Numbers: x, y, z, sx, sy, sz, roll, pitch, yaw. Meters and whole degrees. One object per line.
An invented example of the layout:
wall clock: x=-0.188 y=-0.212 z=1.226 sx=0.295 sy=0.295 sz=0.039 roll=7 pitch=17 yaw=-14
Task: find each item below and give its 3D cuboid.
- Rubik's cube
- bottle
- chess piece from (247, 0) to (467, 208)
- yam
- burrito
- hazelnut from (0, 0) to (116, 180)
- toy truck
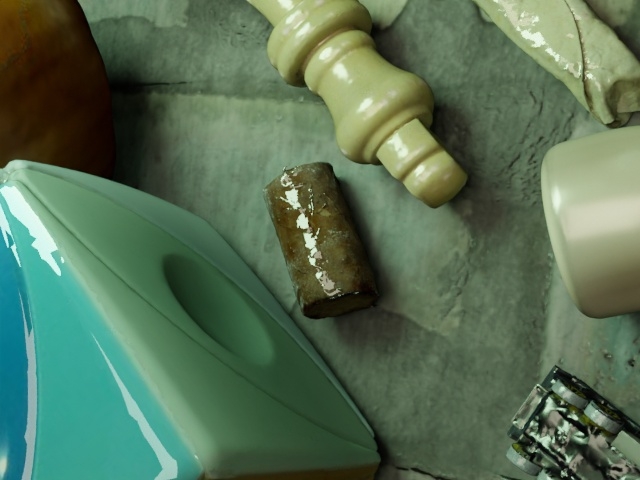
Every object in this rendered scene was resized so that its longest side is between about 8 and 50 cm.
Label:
Rubik's cube: x=-0.205 y=0.174 z=1.141 sx=0.352 sy=0.347 sz=0.351 roll=-47 pitch=66 yaw=14
bottle: x=0.305 y=-0.032 z=1.034 sx=0.237 sy=0.147 sz=0.147 roll=-14 pitch=77 yaw=19
chess piece: x=-0.001 y=-0.185 z=1.224 sx=0.117 sy=0.117 sz=0.397 roll=-42 pitch=69 yaw=15
yam: x=-0.001 y=0.001 z=1.216 sx=0.079 sy=0.079 sz=0.141 roll=-25 pitch=71 yaw=21
burrito: x=0.186 y=-0.204 z=1.160 sx=0.082 sy=0.059 sz=0.275 roll=-39 pitch=68 yaw=1
hazelnut: x=-0.371 y=-0.106 z=1.265 sx=0.366 sy=0.366 sz=0.365 roll=-4 pitch=82 yaw=26
toy truck: x=0.239 y=0.186 z=1.067 sx=0.192 sy=0.092 sz=0.083 roll=38 pitch=100 yaw=33
